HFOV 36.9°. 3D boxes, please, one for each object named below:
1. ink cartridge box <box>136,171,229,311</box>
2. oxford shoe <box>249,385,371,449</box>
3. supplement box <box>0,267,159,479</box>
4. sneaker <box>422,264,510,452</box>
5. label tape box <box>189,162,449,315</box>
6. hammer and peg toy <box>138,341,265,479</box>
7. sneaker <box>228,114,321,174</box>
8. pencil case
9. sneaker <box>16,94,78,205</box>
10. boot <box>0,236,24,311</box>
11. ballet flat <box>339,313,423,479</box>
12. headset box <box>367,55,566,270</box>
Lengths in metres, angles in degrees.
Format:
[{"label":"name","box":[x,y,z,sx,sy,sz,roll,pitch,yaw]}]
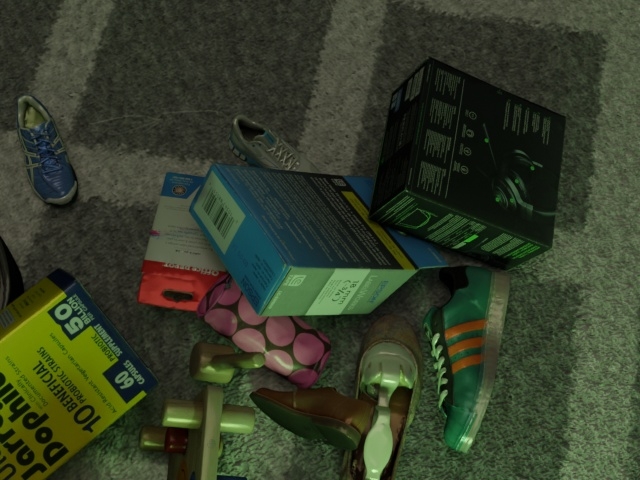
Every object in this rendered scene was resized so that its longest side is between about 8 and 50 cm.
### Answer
[{"label":"ink cartridge box","box":[-0.204,0.014,1.545,0.134,0.078,0.231,9,67,4]},{"label":"oxford shoe","box":[-0.014,0.247,1.417,0.212,0.076,0.076,9,53,37]},{"label":"supplement box","box":[-0.441,0.228,1.353,0.356,0.195,0.194,-40,107,-15]},{"label":"sneaker","box":[0.208,0.173,1.464,0.121,0.108,0.302,12,59,6]},{"label":"label tape box","box":[0.000,0.000,1.483,0.334,0.106,0.240,2,39,-42]},{"label":"hammer and peg toy","box":[-0.179,0.295,1.323,0.127,0.266,0.361,10,66,-16]},{"label":"sneaker","box":[-0.080,-0.147,1.614,0.191,0.083,0.071,32,69,12]},{"label":"pencil case","box":[-0.080,0.132,1.449,0.209,0.095,0.098,39,64,-16]},{"label":"sneaker","box":[-0.472,-0.152,1.618,0.080,0.081,0.211,-24,70,-12]},{"label":"boot","box":[-0.584,0.125,1.491,0.229,0.091,0.262,-9,69,-4]},{"label":"ballet flat","box":[0.097,0.247,1.427,0.108,0.106,0.316,8,66,3]},{"label":"headset box","box":[0.246,-0.114,1.527,0.283,0.131,0.246,19,65,-17]}]
